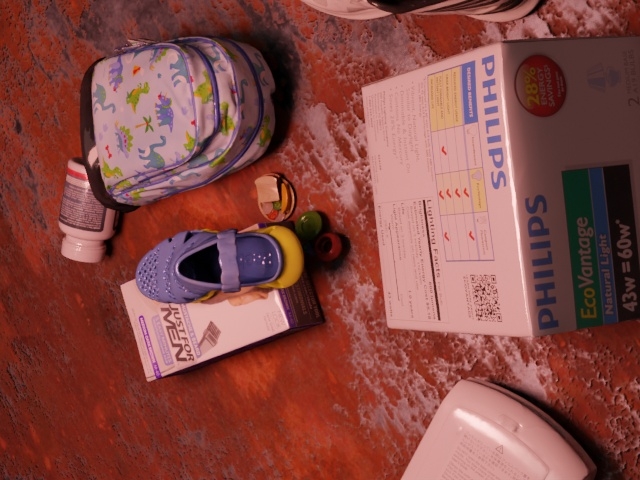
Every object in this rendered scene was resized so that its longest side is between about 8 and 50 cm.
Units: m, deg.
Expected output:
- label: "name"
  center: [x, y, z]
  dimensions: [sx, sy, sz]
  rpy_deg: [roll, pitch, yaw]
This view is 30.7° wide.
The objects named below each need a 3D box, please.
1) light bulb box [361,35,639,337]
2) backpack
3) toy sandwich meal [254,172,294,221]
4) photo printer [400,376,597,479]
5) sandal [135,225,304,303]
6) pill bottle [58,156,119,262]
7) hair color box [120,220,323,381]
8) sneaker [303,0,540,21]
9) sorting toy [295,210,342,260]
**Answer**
- label: "light bulb box"
  center: [0.245, -0.063, 1.533]
  dimensions: [0.361, 0.225, 0.357]
  rpy_deg: [-4, 93, 65]
- label: "backpack"
  center: [-0.242, -0.211, 1.953]
  dimensions: [0.356, 0.273, 0.290]
  rpy_deg: [-5, 84, 23]
- label: "toy sandwich meal"
  center: [-0.080, -0.072, 1.962]
  dimensions: [0.086, 0.029, 0.085]
  rpy_deg: [3, 96, 35]
- label: "photo printer"
  center: [0.248, 0.374, 1.727]
  dimensions: [0.256, 0.107, 0.307]
  rpy_deg: [34, 112, 27]
- label: "sandal"
  center: [-0.187, 0.036, 1.857]
  dimensions: [0.317, 0.138, 0.126]
  rpy_deg: [-13, 85, 37]
- label: "pill bottle"
  center: [-0.427, -0.056, 2.157]
  dimensions: [0.108, 0.108, 0.180]
  rpy_deg: [21, 105, 32]
- label: "hair color box"
  center: [-0.176, 0.107, 1.999]
  dimensions: [0.339, 0.110, 0.185]
  rpy_deg: [-23, 80, 32]
- label: "sneaker"
  center: [0.077, -0.408, 1.685]
  dimensions: [0.448, 0.257, 0.169]
  rpy_deg: [11, 100, 34]
- label: "sorting toy"
  center: [0.000, 0.000, 1.913]
  dimensions: [0.061, 0.042, 0.102]
  rpy_deg: [-47, 55, 12]
